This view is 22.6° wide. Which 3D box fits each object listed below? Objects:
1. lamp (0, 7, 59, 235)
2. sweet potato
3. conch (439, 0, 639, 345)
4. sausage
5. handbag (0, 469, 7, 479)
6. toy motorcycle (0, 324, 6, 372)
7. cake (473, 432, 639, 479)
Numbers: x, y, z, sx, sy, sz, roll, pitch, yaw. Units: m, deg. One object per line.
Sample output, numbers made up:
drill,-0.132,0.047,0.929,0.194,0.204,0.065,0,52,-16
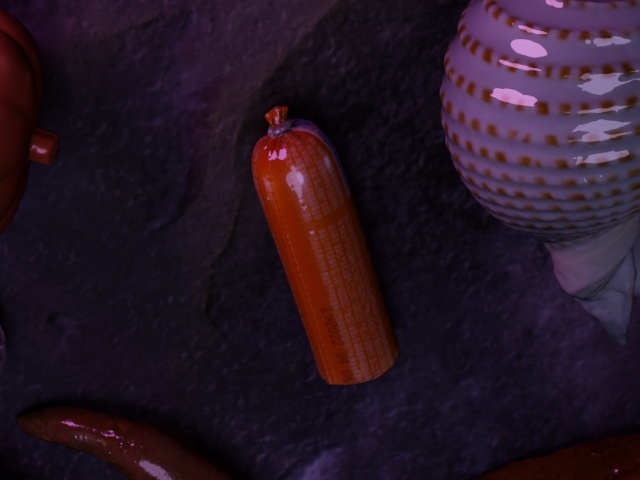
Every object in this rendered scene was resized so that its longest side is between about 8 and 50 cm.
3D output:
lamp,-0.267,-0.082,1.143,0.163,0.188,0.188,12,121,-7
sweet potato,-0.138,0.194,1.371,0.255,0.058,0.078,28,140,-7
conch,0.237,-0.085,1.085,0.303,0.215,0.319,0,153,12
sausage,0.000,0.000,1.233,0.071,0.071,0.234,-11,118,12
handbag,-0.378,0.315,1.452,0.332,0.075,0.192,-30,113,21
toy motorcycle,-0.340,0.029,1.258,0.112,0.112,0.254,-25,117,19
cake,0.247,0.332,1.337,0.198,0.196,0.293,-19,116,14
